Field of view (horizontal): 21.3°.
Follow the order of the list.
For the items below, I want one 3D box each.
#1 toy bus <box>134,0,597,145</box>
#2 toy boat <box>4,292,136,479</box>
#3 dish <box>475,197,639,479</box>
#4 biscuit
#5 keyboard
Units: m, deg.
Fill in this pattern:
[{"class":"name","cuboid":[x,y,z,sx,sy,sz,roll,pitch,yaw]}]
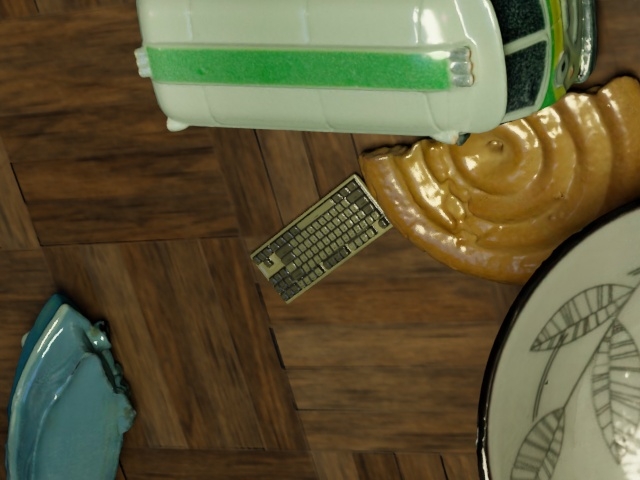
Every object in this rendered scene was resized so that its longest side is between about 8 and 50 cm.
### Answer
[{"class":"toy bus","cuboid":[0.025,-0.142,1.098,0.276,0.164,0.133,4,120,27]},{"class":"toy boat","cuboid":[-0.224,0.148,1.455,0.098,0.109,0.237,48,139,41]},{"class":"dish","cuboid":[0.255,0.126,1.076,0.317,0.106,0.316,-1,84,10]},{"class":"biscuit","cuboid":[0.136,-0.031,1.186,0.224,0.033,0.144,-12,111,34]},{"class":"keyboard","cuboid":[0.000,0.000,1.289,0.049,0.015,0.129,49,129,-5]}]
